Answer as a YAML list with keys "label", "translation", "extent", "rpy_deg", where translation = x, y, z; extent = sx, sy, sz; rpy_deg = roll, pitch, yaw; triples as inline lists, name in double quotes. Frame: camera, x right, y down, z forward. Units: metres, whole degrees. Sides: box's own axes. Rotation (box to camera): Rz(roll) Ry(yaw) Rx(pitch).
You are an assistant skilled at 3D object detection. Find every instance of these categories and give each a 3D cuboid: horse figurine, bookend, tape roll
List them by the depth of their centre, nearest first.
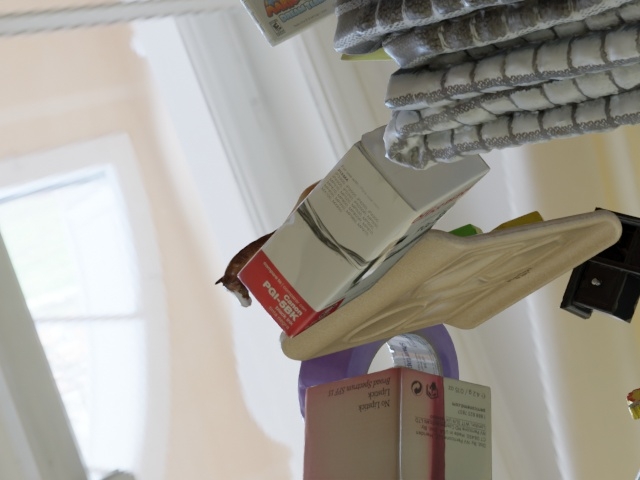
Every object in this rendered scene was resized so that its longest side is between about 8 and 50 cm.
- label: "tape roll"
  translation: [0.069, 0.165, 1.430]
  extent: [0.189, 0.189, 0.080]
  rpy_deg: [-18, -167, -40]
- label: "horse figurine"
  translation: [0.000, 0.000, 1.500]
  extent: [0.263, 0.174, 0.066]
  rpy_deg: [-45, -139, -8]
- label: "bookend"
  translation: [0.441, 0.050, 1.745]
  extent: [0.156, 0.157, 0.072]
  rpy_deg: [19, 177, 45]

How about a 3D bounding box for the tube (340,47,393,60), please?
- label: "tube"
  translation: [0.142, -0.194, 1.113]
  extent: [0.240, 0.062, 0.070]
  rpy_deg: [3, -170, 19]

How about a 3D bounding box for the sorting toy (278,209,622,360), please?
- label: "sorting toy"
  translation: [0.095, 0.027, 0.924]
  extent: [0.208, 0.038, 0.193]
  rpy_deg: [-4, 156, -42]

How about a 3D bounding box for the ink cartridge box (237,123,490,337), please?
- label: "ink cartridge box"
  translation: [0.027, -0.012, 0.762]
  extent: [0.099, 0.056, 0.135]
  rpy_deg: [-29, 166, -50]

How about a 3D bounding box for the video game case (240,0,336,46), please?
- label: "video game case"
  translation: [-0.044, -0.323, 1.511]
  extent: [0.157, 0.143, 0.019]
  rpy_deg: [-35, -178, -39]

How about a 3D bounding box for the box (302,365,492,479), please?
- label: "box"
  translation: [0.071, 0.252, 1.194]
  extent: [0.127, 0.232, 0.148]
  rpy_deg: [17, 156, -36]

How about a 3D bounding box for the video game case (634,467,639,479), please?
- label: "video game case"
  translation: [0.405, 0.379, 1.143]
  extent: [0.329, 0.300, 0.036]
  rpy_deg: [22, -166, 9]

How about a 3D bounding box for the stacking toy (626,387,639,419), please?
- label: "stacking toy"
  translation: [0.390, 0.274, 1.365]
  extent: [0.052, 0.167, 0.221]
  rpy_deg: [-20, -168, 15]

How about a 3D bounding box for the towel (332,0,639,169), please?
- label: "towel"
  translation: [0.149, -0.168, 0.553]
  extent: [0.284, 0.121, 0.235]
  rpy_deg: [-8, -141, 46]
